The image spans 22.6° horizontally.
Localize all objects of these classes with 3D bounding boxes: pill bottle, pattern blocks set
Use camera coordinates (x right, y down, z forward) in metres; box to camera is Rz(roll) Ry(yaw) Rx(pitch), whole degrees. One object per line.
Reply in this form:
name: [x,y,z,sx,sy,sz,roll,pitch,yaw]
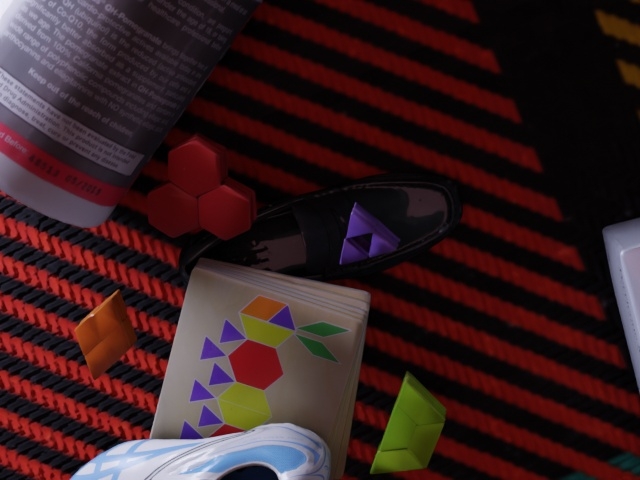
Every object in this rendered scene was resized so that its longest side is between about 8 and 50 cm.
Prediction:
pill bottle: [-0.146,-0.182,1.177,0.176,0.176,0.318,36,97,2]
pattern blocks set: [-0.045,0.101,1.213,0.285,0.026,0.324,25,117,0]

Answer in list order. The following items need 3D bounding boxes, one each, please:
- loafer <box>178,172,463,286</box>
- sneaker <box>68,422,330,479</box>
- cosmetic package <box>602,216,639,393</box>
loafer: [0.000,0.000,1.224,0.223,0.078,0.076,-14,93,7]
sneaker: [-0.106,0.196,1.208,0.237,0.086,0.085,-16,112,20]
cosmetic package: [0.293,0.089,1.128,0.138,0.225,0.224,-14,92,7]
